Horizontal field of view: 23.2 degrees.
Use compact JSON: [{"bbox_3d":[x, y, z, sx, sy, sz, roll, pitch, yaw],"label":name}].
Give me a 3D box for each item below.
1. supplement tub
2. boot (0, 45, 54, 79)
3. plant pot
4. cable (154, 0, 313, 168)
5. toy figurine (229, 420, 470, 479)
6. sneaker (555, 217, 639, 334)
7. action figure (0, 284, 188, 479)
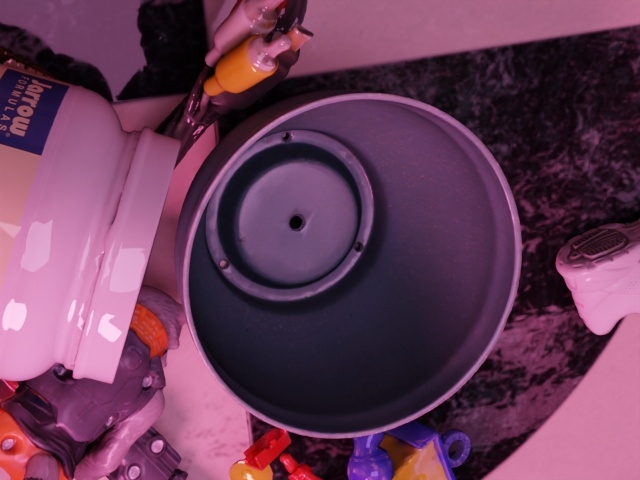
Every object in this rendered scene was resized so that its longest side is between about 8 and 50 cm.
[{"bbox_3d":[-0.289,-0.027,1.197,0.325,0.235,0.235,16,100,-6],"label":"supplement tub"},{"bbox_3d":[-0.309,-0.136,1.293,0.158,0.059,0.084,27,100,-24],"label":"boot"},{"bbox_3d":[0.000,0.000,1.358,0.293,0.196,0.293,-5,106,-18],"label":"plant pot"},{"bbox_3d":[-0.102,-0.133,1.307,0.072,0.139,0.287,32,133,-28],"label":"cable"},{"bbox_3d":[0.096,0.279,1.480,0.217,0.191,0.362,-42,121,-31],"label":"toy figurine"},{"bbox_3d":[0.350,0.022,1.552,0.232,0.090,0.115,-20,117,-3],"label":"sneaker"},{"bbox_3d":[-0.198,0.186,1.339,0.341,0.178,0.330,43,62,-28],"label":"action figure"}]
